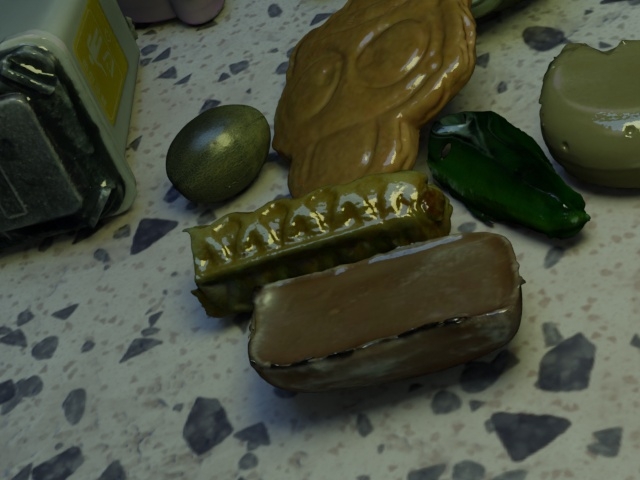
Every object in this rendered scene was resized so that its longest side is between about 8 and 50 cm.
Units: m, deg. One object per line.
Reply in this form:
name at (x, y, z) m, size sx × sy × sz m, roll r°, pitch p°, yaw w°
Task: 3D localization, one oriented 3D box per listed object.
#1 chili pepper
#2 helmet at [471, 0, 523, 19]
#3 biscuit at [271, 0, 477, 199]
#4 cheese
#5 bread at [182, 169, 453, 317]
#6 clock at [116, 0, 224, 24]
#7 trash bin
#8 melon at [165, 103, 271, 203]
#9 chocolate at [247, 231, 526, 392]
chili pepper at (0.193, -0.067, 1.163) m, size 0.108 × 0.062 × 0.216 m, roll -34°, pitch 44°, yaw -10°
helmet at (0.201, -0.350, 1.402) m, size 0.257 × 0.137 × 0.204 m, roll -12°, pitch 77°, yaw 45°
biscuit at (0.055, -0.191, 1.296) m, size 0.269 × 0.051 × 0.376 m, roll -19°, pitch 46°, yaw 35°
cheese at (0.321, -0.127, 1.141) m, size 0.202 × 0.091 × 0.175 m, roll 0°, pitch 46°, yaw 24°
bread at (0.000, 0.001, 1.157) m, size 0.269 × 0.087 × 0.098 m, roll -15°, pitch 69°, yaw 11°
clock at (-0.223, -0.448, 1.704) m, size 0.295 × 0.113 × 0.322 m, roll 4°, pitch 56°, yaw 18°
trash bin at (-0.376, -0.179, 1.433) m, size 0.296 × 0.256 × 0.368 m, roll -15°, pitch 36°, yaw 14°
melon at (-0.114, -0.099, 1.316) m, size 0.130 × 0.098 × 0.098 m, roll -37°, pitch 42°, yaw -3°
chocolate at (0.064, 0.078, 1.058) m, size 0.261 × 0.083 × 0.161 m, roll -13°, pitch 28°, yaw 13°
